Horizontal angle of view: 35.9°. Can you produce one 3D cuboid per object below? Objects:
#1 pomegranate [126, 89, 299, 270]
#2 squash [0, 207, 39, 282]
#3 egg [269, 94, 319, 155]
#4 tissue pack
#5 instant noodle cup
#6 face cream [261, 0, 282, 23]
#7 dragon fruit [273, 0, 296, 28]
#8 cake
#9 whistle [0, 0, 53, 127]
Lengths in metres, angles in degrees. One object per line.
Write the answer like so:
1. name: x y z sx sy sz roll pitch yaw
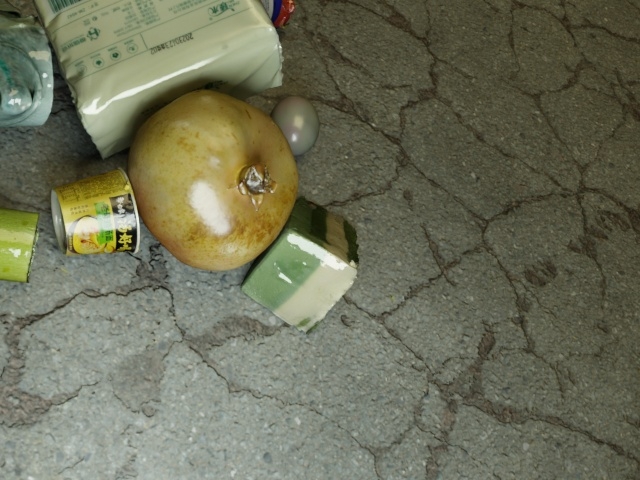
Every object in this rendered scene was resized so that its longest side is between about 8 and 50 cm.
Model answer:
1. pomegranate: -0.175 -0.101 1.666 0.319 0.319 0.319 15 53 -20
2. squash: -0.533 0.004 1.536 0.186 0.123 0.123 6 56 -20
3. egg: -0.053 -0.230 1.968 0.103 0.103 0.135 18 51 -18
4. tissue pack: -0.288 -0.363 1.774 0.380 0.207 0.297 -22 72 -6
5. instant noodle cup: -0.375 -0.038 1.640 0.122 0.151 0.151 -14 66 -24
6. face cream: -0.189 -0.502 2.008 0.206 0.206 0.111 43 49 3
7. dragon fruit: -0.114 -0.502 2.137 0.116 0.086 0.081 10 93 -14
8. cake: 0.001 -0.003 1.804 0.158 0.172 0.283 35 47 -7
9. whistle: -0.587 -0.344 1.691 0.168 0.188 0.405 -9 64 -33
